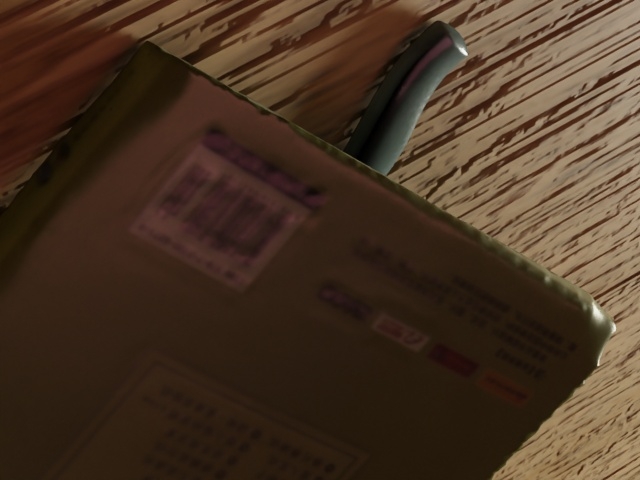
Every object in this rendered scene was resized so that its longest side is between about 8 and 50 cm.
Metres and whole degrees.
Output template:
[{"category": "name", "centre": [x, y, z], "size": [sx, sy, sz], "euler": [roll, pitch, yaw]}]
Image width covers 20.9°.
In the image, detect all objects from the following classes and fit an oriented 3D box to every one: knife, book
[{"category": "knife", "centre": [0.000, 0.000, 0.679], "size": [0.028, 0.015, 0.210], "euler": [-7, 138, -47]}, {"category": "book", "centre": [-0.078, 0.106, 0.661], "size": [0.239, 0.035, 0.352], "euler": [30, 110, -37]}]
